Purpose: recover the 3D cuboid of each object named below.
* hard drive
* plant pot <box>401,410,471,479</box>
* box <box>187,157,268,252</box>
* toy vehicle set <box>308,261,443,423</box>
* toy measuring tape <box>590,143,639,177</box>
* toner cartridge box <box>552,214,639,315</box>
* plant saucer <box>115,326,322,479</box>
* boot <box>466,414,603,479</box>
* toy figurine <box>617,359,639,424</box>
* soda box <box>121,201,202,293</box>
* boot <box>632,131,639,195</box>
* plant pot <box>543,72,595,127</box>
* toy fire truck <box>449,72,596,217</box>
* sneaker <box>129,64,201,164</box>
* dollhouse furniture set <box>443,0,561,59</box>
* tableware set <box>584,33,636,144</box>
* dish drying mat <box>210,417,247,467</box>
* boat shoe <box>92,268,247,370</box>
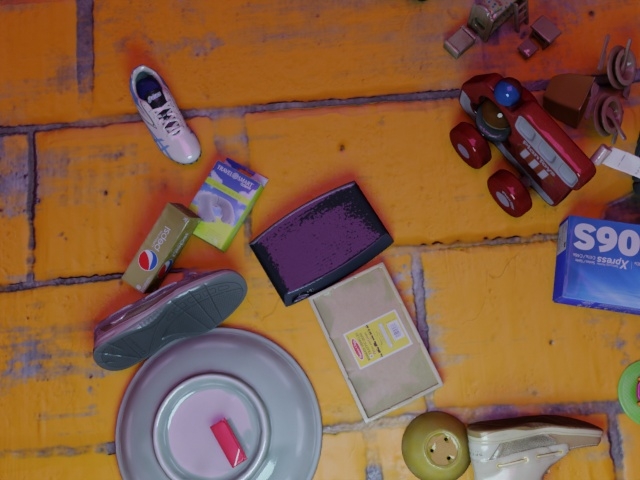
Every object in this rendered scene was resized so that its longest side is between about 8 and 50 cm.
[{"bbox_3d":[0.000,0.000,1.496,0.254,0.054,0.172,-31,77,-4],"label":"hard drive"},{"bbox_3d":[0.217,0.380,1.375,0.134,0.095,0.134,-1,77,3],"label":"plant pot"},{"bbox_3d":[-0.196,-0.078,1.531,0.109,0.042,0.178,29,81,9],"label":"box"},{"bbox_3d":[0.105,0.195,1.455,0.165,0.035,0.267,-24,77,-3],"label":"toy vehicle set"},{"bbox_3d":[0.643,-0.080,1.357,0.330,0.121,0.122,19,78,-16],"label":"toy measuring tape"},{"bbox_3d":[0.634,0.060,1.440,0.347,0.075,0.165,8,78,4],"label":"toner cartridge box"},{"bbox_3d":[-0.197,0.357,1.401,0.400,0.100,0.401,-1,77,3],"label":"plant saucer"},{"bbox_3d":[0.388,0.426,1.358,0.261,0.095,0.204,0,89,-17],"label":"boot"},{"bbox_3d":[0.646,0.274,1.346,0.173,0.159,0.130,6,77,4],"label":"toy figurine"},{"bbox_3d":[-0.312,0.015,1.480,0.058,0.061,0.181,34,98,10],"label":"soda box"},{"bbox_3d":[0.873,-0.197,1.465,0.445,0.146,0.367,18,80,2],"label":"boot"},{"bbox_3d":[0.500,-0.292,1.529,0.083,0.081,0.082,24,79,21],"label":"plant pot"},{"bbox_3d":[0.381,-0.200,1.421,0.169,0.254,0.302,-36,78,-6],"label":"toy fire truck"},{"bbox_3d":[-0.327,-0.259,1.559,0.085,0.086,0.237,-32,79,-6],"label":"sneaker"},{"bbox_3d":[0.379,-0.428,1.553,0.182,0.101,0.161,-42,78,-7],"label":"dollhouse furniture set"},{"bbox_3d":[0.597,-0.299,1.504,0.128,0.039,0.194,26,77,-37],"label":"tableware set"},{"bbox_3d":[-0.164,0.361,1.342,0.032,0.008,0.083,-31,78,-4],"label":"dish drying mat"},{"bbox_3d":[-0.294,0.135,1.451,0.320,0.118,0.103,-30,41,2],"label":"boat shoe"}]
